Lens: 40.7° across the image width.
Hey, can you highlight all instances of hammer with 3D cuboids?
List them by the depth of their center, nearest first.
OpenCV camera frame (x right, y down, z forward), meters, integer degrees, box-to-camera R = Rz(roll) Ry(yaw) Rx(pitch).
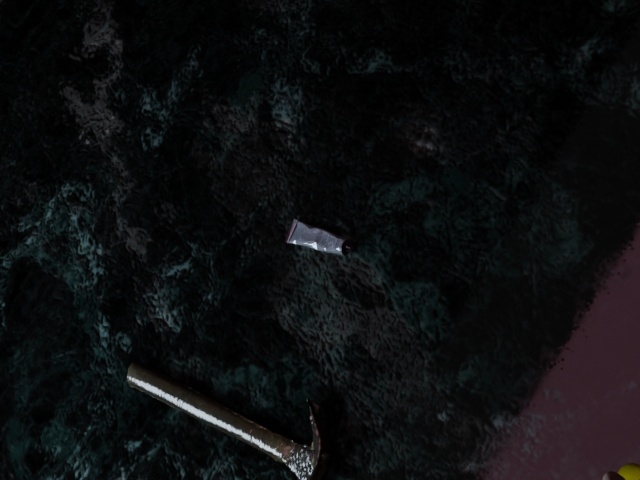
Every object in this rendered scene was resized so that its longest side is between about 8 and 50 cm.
[{"bbox_3d":[-0.115,0.204,0.995,0.297,0.027,0.125,17,85,33],"label":"hammer"}]

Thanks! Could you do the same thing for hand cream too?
[{"bbox_3d":[0.000,0.000,1.000,0.093,0.019,0.030,17,86,39],"label":"hand cream"}]

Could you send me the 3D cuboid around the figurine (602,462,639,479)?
[{"bbox_3d":[0.248,0.256,0.695,0.215,0.187,0.344,39,89,20],"label":"figurine"}]
